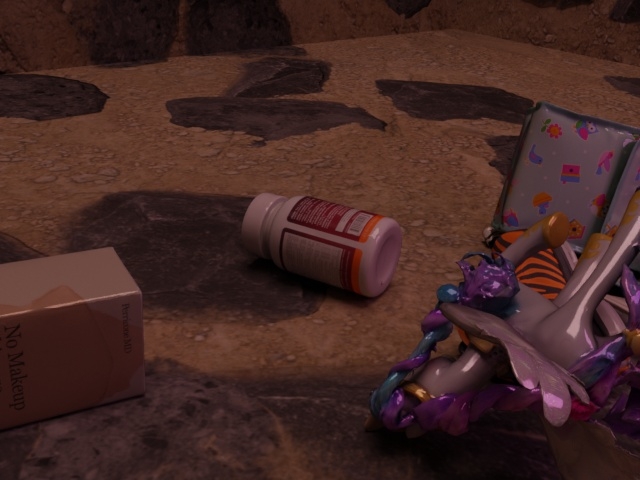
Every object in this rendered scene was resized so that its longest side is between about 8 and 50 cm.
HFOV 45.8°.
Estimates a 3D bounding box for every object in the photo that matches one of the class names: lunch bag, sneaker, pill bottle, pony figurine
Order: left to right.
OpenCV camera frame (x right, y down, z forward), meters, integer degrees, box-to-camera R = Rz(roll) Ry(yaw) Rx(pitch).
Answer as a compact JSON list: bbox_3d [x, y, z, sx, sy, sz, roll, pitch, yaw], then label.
[{"bbox_3d":[0.000,0.000,1.138,0.221,0.121,0.121,16,27,25],"label":"pill bottle"},{"bbox_3d":[0.322,-0.002,1.306,0.083,0.032,0.037,-1,41,-4],"label":"sneaker"},{"bbox_3d":[0.256,0.074,1.010,0.180,0.125,0.321,0,25,-11],"label":"sneaker"},{"bbox_3d":[0.232,0.111,0.739,0.363,0.303,0.351,-39,18,-11],"label":"pony figurine"},{"bbox_3d":[0.436,-0.082,1.219,0.262,0.223,0.160,18,5,5],"label":"lunch bag"}]

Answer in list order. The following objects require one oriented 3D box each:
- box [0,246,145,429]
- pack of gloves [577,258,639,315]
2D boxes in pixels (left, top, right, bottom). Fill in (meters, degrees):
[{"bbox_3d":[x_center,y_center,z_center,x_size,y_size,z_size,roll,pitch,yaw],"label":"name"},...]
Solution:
[{"bbox_3d":[-0.356,0.114,0.811,0.311,0.148,0.121,-11,29,-27],"label":"box"},{"bbox_3d":[0.435,0.087,1.124,0.195,0.046,0.232,5,18,-36],"label":"pack of gloves"}]
